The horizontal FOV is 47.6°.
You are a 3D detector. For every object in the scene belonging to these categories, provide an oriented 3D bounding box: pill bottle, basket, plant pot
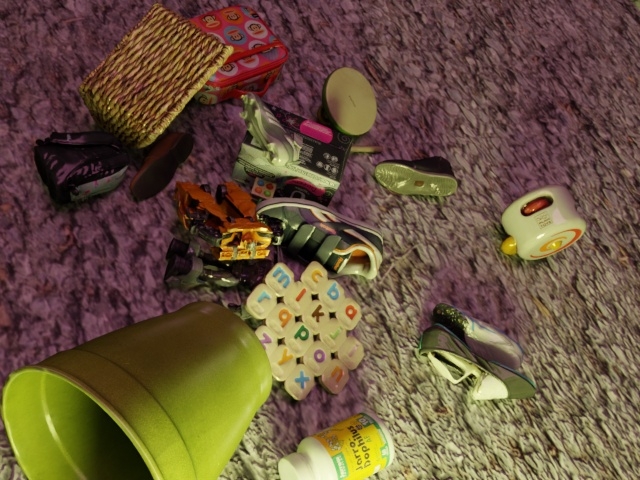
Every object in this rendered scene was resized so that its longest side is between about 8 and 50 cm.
[{"bbox_3d":[0.029,0.418,1.393,0.208,0.117,0.117,-16,65,-31],"label":"pill bottle"},{"bbox_3d":[-0.363,-0.346,1.676,0.223,0.213,0.299,32,72,8],"label":"basket"},{"bbox_3d":[-0.273,0.282,1.240,0.366,0.366,0.353,43,41,9],"label":"plant pot"}]

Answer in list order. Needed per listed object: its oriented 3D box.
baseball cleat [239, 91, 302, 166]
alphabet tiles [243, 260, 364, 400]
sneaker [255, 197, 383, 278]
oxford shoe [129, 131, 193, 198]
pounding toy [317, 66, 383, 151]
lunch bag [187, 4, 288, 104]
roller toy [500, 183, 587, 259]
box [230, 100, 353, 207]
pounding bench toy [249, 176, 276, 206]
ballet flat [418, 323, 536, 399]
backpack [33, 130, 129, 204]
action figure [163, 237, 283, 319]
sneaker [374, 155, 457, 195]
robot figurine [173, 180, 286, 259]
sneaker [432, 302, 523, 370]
[{"bbox_3d":[-0.108,-0.251,1.662,0.109,0.072,0.206,-6,63,-39],"label":"baseball cleat"},{"bbox_3d":[-0.030,0.186,1.537,0.284,0.021,0.278,47,52,-11],"label":"alphabet tiles"},{"bbox_3d":[0.000,0.000,1.664,0.321,0.126,0.127,14,47,-15],"label":"sneaker"},{"bbox_3d":[-0.380,-0.174,1.675,0.076,0.076,0.212,13,49,25],"label":"oxford shoe"},{"bbox_3d":[0.056,-0.337,1.955,0.183,0.110,0.237,-11,91,-41],"label":"pounding toy"},{"bbox_3d":[-0.239,-0.474,1.905,0.293,0.120,0.258,-30,76,-34],"label":"lunch bag"},{"bbox_3d":[0.583,-0.041,1.896,0.209,0.191,0.146,-7,61,-27],"label":"roller toy"},{"bbox_3d":[-0.070,-0.196,1.761,0.247,0.142,0.163,21,53,-5],"label":"box"},{"bbox_3d":[-0.143,-0.096,1.709,0.052,0.065,0.083,21,52,-9],"label":"pounding bench toy"},{"bbox_3d":[0.342,0.299,1.633,0.280,0.095,0.096,31,60,12],"label":"ballet flat"},{"bbox_3d":[-0.509,-0.161,1.569,0.182,0.115,0.152,-22,80,-34],"label":"backpack"},{"bbox_3d":[-0.188,0.069,1.562,0.285,0.099,0.185,15,46,-17],"label":"action figure"},{"bbox_3d":[0.250,-0.184,1.942,0.222,0.083,0.118,12,34,-7],"label":"sneaker"},{"bbox_3d":[-0.202,-0.045,1.555,0.211,0.085,0.291,-2,30,-29],"label":"robot figurine"},{"bbox_3d":[0.367,0.222,1.705,0.237,0.085,0.086,34,25,6],"label":"sneaker"}]
